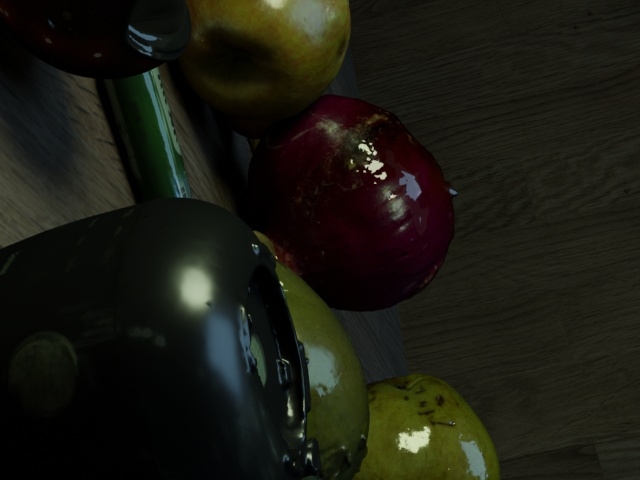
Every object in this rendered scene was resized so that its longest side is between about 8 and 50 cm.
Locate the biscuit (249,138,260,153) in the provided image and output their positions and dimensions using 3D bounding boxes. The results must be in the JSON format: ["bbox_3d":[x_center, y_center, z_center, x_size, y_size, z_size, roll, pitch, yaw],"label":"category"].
[{"bbox_3d":[-0.090,-0.215,1.939,0.344,0.057,0.287,60,19,-59],"label":"biscuit"}]

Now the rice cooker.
[{"bbox_3d":[-0.129,0.106,0.756,0.267,0.224,0.267,-12,90,-82],"label":"rice cooker"}]

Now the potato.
[{"bbox_3d":[-0.063,0.168,1.045,0.270,0.219,0.359,51,-14,43],"label":"potato"}]

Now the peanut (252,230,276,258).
[{"bbox_3d":[-0.108,0.042,1.415,0.193,0.089,0.089,-53,129,-72],"label":"peanut"}]

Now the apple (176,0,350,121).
[{"bbox_3d":[-0.090,-0.292,1.493,0.264,0.264,0.264,-13,90,-81],"label":"apple"}]

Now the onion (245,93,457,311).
[{"bbox_3d":[0.010,-0.021,1.609,0.385,0.347,0.348,-44,129,-33],"label":"onion"}]

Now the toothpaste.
[{"bbox_3d":[-0.176,-0.062,1.208,0.099,0.061,0.392,-116,-169,-71],"label":"toothpaste"}]

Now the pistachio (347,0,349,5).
[{"bbox_3d":[-0.079,-0.485,1.906,0.332,0.226,0.208,57,35,-2],"label":"pistachio"}]

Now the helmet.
[{"bbox_3d":[-0.197,-0.244,0.932,0.216,0.193,0.189,56,21,-27],"label":"helmet"}]

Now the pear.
[{"bbox_3d":[0.144,0.369,1.782,0.304,0.303,0.304,-13,90,-81],"label":"pear"}]

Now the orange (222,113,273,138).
[{"bbox_3d":[-0.104,-0.226,1.695,0.135,0.117,0.136,-8,90,-76],"label":"orange"}]
